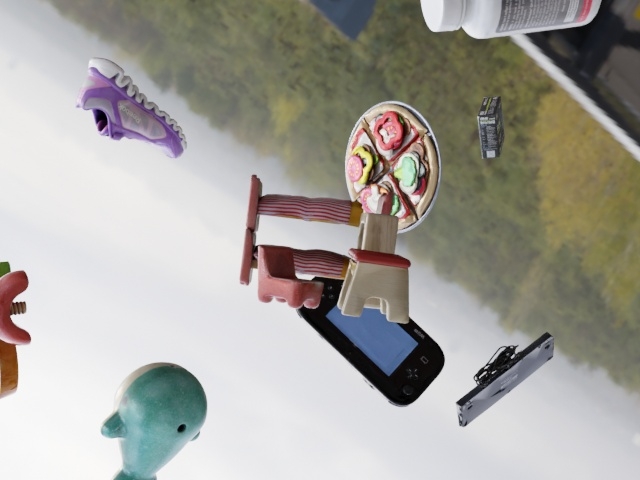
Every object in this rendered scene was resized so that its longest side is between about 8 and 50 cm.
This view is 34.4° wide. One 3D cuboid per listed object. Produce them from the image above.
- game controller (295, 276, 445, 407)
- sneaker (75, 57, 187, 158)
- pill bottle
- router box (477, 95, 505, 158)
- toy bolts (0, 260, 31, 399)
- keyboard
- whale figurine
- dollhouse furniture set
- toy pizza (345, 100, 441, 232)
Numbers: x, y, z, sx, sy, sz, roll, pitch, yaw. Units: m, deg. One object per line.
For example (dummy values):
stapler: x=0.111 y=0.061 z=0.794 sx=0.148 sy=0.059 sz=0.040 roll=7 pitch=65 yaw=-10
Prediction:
game controller: x=0.100 y=0.185 z=2.087 sx=0.319 sy=0.166 sz=0.067 roll=43 pitch=161 yaw=5
sneaker: x=-0.334 y=-0.208 z=1.795 sx=0.095 sy=0.105 sz=0.236 roll=13 pitch=157 yaw=49
pill bottle: x=0.361 y=-0.483 z=1.983 sx=0.318 sy=0.176 sz=0.176 roll=-10 pitch=-171 yaw=-12
router box: x=0.349 y=-0.232 z=2.109 sx=0.038 sy=0.092 sz=0.122 roll=-4 pitch=-155 yaw=17
toy bolts: x=-0.492 y=0.119 z=1.399 sx=0.158 sy=0.218 sz=0.228 roll=-4 pitch=180 yaw=-27
keyboard: x=0.270 y=0.193 z=1.543 sx=0.038 sy=0.192 sz=0.100 roll=42 pitch=157 yaw=34
whale figurine: x=-0.308 y=0.368 z=1.945 sx=0.216 sy=0.272 sz=0.141 roll=14 pitch=-171 yaw=-41
dollhouse furniture set: x=0.000 y=0.000 z=1.323 sx=0.201 sy=0.152 sz=0.374 roll=7 pitch=-178 yaw=-3
toy pizza: x=0.101 y=-0.110 z=1.566 sx=0.032 sy=0.201 sz=0.201 roll=-5 pitch=-153 yaw=-42
